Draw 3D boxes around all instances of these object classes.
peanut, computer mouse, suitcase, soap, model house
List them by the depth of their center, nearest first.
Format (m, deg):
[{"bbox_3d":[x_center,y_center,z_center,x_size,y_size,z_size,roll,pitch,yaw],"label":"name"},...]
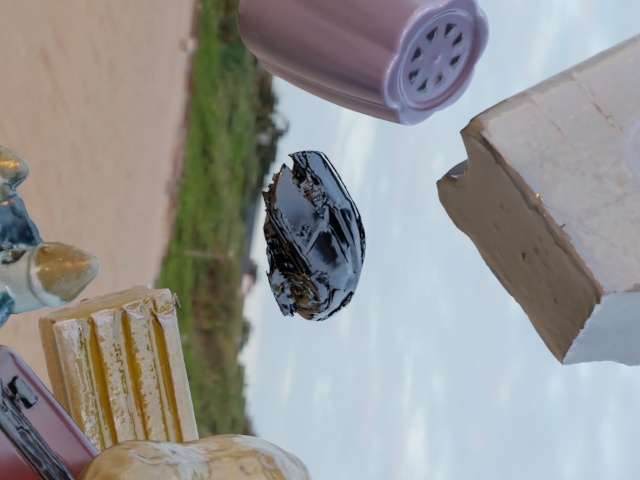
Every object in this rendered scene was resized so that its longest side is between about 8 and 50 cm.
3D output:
[{"bbox_3d":[-0.338,0.014,1.322,0.253,0.291,0.184,-67,146,-59],"label":"model house"},{"bbox_3d":[-0.128,0.290,1.515,0.387,0.192,0.169,9,75,-57],"label":"peanut"},{"bbox_3d":[-0.361,0.271,1.609,0.236,0.297,0.161,-17,-155,48],"label":"suitcase"},{"bbox_3d":[0.000,0.000,1.660,0.146,0.078,0.241,-59,143,-39],"label":"computer mouse"},{"bbox_3d":[0.407,-0.059,1.704,0.350,0.435,0.213,59,-20,17],"label":"soap"},{"bbox_3d":[-0.255,0.209,1.882,0.089,0.173,0.274,10,-67,55],"label":"soap"}]

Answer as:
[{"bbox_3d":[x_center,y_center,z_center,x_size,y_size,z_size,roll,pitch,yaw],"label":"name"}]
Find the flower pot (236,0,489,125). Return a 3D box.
[{"bbox_3d":[0.069,-0.282,1.817,0.243,0.265,0.265,36,-52,38],"label":"flower pot"}]
